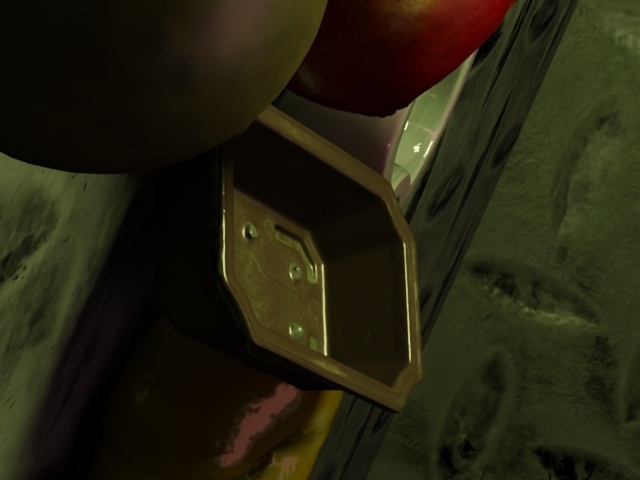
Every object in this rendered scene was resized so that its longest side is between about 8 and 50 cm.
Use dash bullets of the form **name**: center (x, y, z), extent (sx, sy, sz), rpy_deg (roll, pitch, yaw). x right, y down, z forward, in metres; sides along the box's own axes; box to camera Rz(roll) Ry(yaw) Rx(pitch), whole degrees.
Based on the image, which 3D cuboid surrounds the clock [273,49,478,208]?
- **clock**: center (0.074, -0.182, 1.592), extent (0.339, 0.102, 0.338), rpy_deg (-62, 171, -17)

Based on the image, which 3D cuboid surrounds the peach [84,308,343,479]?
- **peach**: center (-0.084, 0.144, 1.469), extent (0.251, 0.153, 0.251), rpy_deg (-43, 148, -35)

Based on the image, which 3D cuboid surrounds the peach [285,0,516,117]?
- **peach**: center (0.038, -0.173, 1.162), extent (0.190, 0.190, 0.192), rpy_deg (-57, 149, -37)

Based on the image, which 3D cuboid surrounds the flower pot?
- **flower pot**: center (-0.028, 0.020, 1.321), extent (0.251, 0.084, 0.179), rpy_deg (29, 53, -51)

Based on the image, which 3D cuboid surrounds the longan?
- **longan**: center (-0.081, -0.117, 0.759), extent (0.185, 0.159, 0.204), rpy_deg (-53, 155, -11)
